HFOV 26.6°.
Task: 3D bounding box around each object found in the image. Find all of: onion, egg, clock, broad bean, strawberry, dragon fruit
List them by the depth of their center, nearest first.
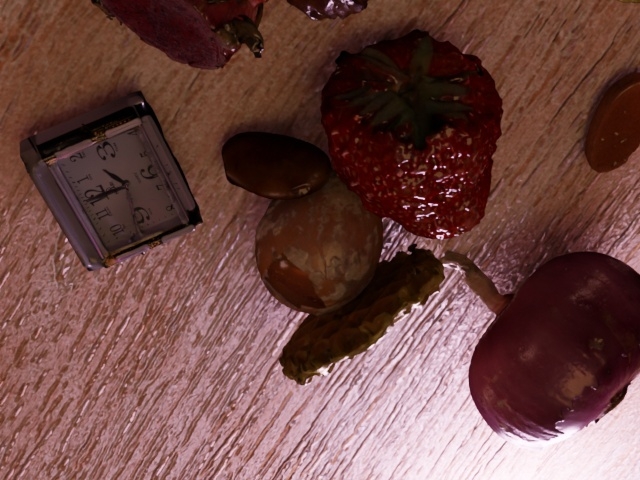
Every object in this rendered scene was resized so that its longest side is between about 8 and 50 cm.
[{"bbox_3d":[-0.153,-0.317,1.690,0.147,0.282,0.211,-60,147,-19],"label":"dragon fruit"},{"bbox_3d":[-0.291,-0.081,1.910,0.186,0.083,0.253,-23,132,-1],"label":"clock"},{"bbox_3d":[0.131,-0.146,1.921,0.261,0.261,0.257,-14,147,-9],"label":"strawberry"},{"bbox_3d":[-0.063,-0.106,1.938,0.114,0.165,0.084,-51,143,-25],"label":"broad bean"},{"bbox_3d":[0.000,0.000,2.018,0.195,0.195,0.233,9,126,-27],"label":"egg"},{"bbox_3d":[0.392,0.162,2.251,0.358,0.345,0.358,-19,149,-12],"label":"onion"}]

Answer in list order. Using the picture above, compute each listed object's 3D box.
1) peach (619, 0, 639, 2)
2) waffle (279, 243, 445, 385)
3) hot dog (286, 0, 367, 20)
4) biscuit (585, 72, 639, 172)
[{"bbox_3d":[0.451,-0.390,1.952,0.098,0.061,0.098,-4,115,-9],"label":"peach"},{"bbox_3d":[0.062,0.111,2.086,0.302,0.325,0.068,-39,100,-6],"label":"waffle"},{"bbox_3d":[0.021,-0.452,1.611,0.267,0.174,0.387,41,66,-46],"label":"hot dog"},{"bbox_3d":[0.517,-0.190,2.158,0.192,0.036,0.186,-4,132,-18],"label":"biscuit"}]
